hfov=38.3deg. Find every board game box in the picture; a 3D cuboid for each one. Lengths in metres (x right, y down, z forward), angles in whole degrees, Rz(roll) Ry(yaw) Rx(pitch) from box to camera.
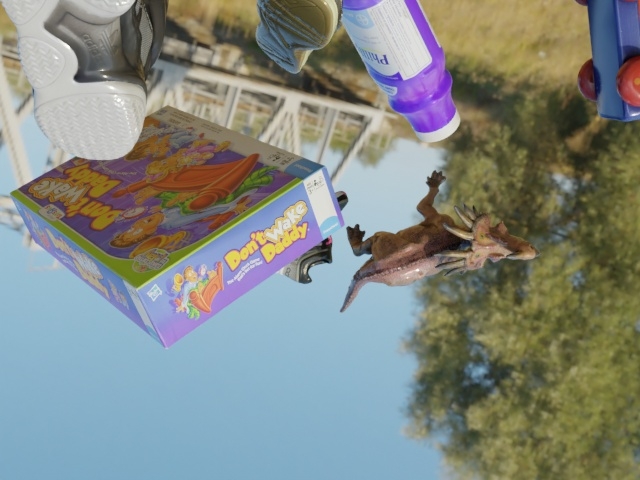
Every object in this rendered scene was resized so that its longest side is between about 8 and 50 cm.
[{"bbox_3d":[-0.173,-0.035,1.036,0.233,0.078,0.347,-35,-145,-24],"label":"board game box"}]

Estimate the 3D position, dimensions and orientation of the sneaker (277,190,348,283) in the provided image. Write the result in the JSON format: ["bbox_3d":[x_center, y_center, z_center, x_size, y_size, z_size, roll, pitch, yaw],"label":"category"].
[{"bbox_3d":[0.000,0.000,1.468,0.075,0.170,0.063,37,174,9],"label":"sneaker"}]

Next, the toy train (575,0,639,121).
[{"bbox_3d":[0.295,-0.236,0.788,0.143,0.248,0.105,-10,-168,-5],"label":"toy train"}]

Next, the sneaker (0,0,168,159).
[{"bbox_3d":[-0.175,-0.201,0.703,0.101,0.268,0.153,6,-132,-3],"label":"sneaker"}]

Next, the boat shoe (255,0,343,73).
[{"bbox_3d":[-0.016,-0.232,0.924,0.080,0.073,0.223,36,171,-6],"label":"boat shoe"}]

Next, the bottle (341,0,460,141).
[{"bbox_3d":[0.103,-0.250,1.210,0.118,0.092,0.283,42,170,50],"label":"bottle"}]

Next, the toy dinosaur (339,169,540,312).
[{"bbox_3d":[0.144,0.018,1.337,0.127,0.296,0.200,60,-176,-22],"label":"toy dinosaur"}]
